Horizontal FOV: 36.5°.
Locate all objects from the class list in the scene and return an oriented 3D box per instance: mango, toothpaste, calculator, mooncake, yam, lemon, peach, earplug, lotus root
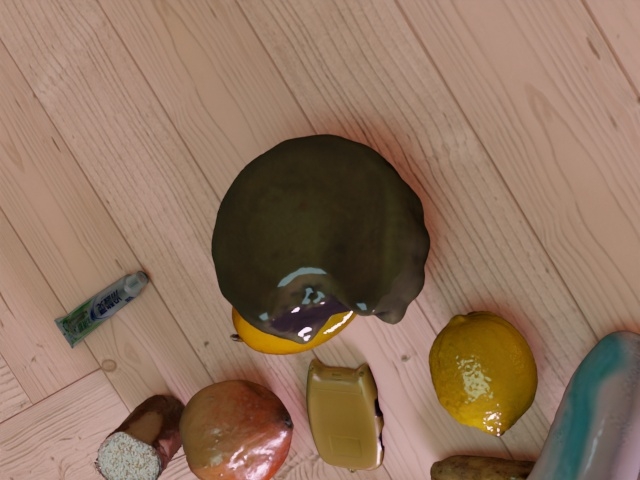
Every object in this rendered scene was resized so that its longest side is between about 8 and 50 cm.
[{"bbox_3d":[-0.040,0.110,1.754,0.317,0.119,0.176,-23,93,23],"label":"mango"},{"bbox_3d":[-0.456,0.139,2.010,0.297,0.048,0.075,-33,92,35],"label":"toothpaste"},{"bbox_3d":[0.046,0.341,1.840,0.157,0.033,0.236,0,110,25],"label":"calculator"},{"bbox_3d":[0.000,0.000,1.596,0.351,0.187,0.351,-4,80,21],"label":"mooncake"},{"bbox_3d":[-0.345,0.401,1.948,0.128,0.238,0.129,-36,93,17],"label":"yam"},{"bbox_3d":[0.267,0.215,1.603,0.193,0.180,0.180,43,121,6],"label":"lemon"},{"bbox_3d":[-0.152,0.370,1.851,0.232,0.232,0.232,9,112,23],"label":"peach"},{"bbox_3d":[0.449,0.300,1.532,0.185,0.185,0.324,20,93,19],"label":"earplug"},{"bbox_3d":[0.317,0.436,1.706,0.258,0.097,0.110,-1,111,31],"label":"lotus root"}]

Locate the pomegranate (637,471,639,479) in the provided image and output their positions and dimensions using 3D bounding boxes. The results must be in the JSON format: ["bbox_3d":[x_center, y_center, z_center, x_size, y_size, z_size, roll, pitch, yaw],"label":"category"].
[{"bbox_3d":[0.584,0.365,1.512,0.187,0.187,0.225,57,150,-2],"label":"pomegranate"}]
